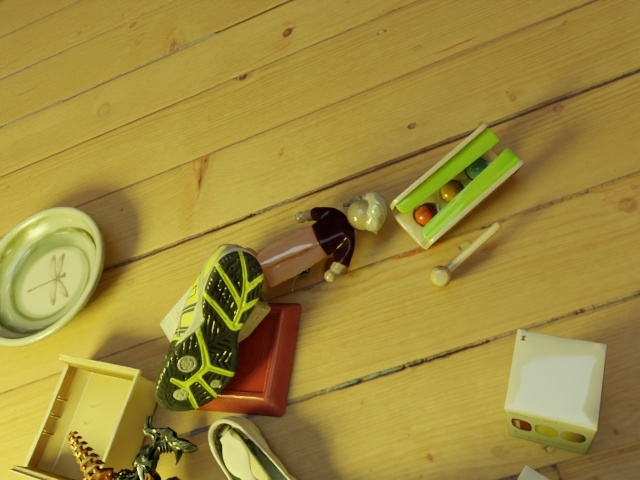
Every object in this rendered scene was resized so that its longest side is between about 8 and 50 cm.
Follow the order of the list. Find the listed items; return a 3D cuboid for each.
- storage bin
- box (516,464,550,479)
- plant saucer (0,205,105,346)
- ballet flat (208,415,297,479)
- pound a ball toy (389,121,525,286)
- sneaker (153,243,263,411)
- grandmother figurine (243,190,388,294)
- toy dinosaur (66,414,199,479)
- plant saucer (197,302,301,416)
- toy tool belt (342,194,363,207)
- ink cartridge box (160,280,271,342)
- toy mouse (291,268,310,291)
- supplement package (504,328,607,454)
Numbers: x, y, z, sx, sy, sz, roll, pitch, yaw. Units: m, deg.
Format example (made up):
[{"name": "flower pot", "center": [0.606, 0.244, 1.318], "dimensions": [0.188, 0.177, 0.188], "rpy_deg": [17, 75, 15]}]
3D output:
[{"name": "storage bin", "center": [-0.524, 0.411, 1.319], "dimensions": [0.260, 0.123, 0.262], "rpy_deg": [5, 66, 22]}, {"name": "box", "center": [0.371, 0.525, 0.886], "dimensions": [0.262, 0.127, 0.231], "rpy_deg": [29, 60, 27]}, {"name": "plant saucer", "center": [-0.730, 0.103, 1.574], "dimensions": [0.400, 0.100, 0.400], "rpy_deg": [-9, 60, 16]}, {"name": "ballet flat", "center": [-0.094, 0.490, 1.112], "dimensions": [0.139, 0.139, 0.400], "rpy_deg": [-44, 58, -6]}, {"name": "pound a ball toy", "center": [0.302, -0.069, 1.284], "dimensions": [0.319, 0.136, 0.208], "rpy_deg": [-41, 82, -4]}, {"name": "sneaker", "center": [-0.233, 0.185, 1.243], "dimensions": [0.385, 0.145, 0.147], "rpy_deg": [-62, 23, 7]}, {"name": "grandmother figurine", "center": [0.000, 0.000, 1.321], "dimensions": [0.342, 0.104, 0.208], "rpy_deg": [-30, 65, 6]}, {"name": "toy dinosaur", "center": [-0.350, 0.475, 1.159], "dimensions": [0.218, 0.322, 0.164], "rpy_deg": [-56, 24, -20]}, {"name": "plant saucer", "center": [-0.187, 0.253, 1.324], "dimensions": [0.259, 0.048, 0.258], "rpy_deg": [-2, 63, 21]}, {"name": "toy tool belt", "center": [0.089, -0.063, 1.391], "dimensions": [0.051, 0.052, 0.083], "rpy_deg": [-29, 80, 18]}, {"name": "ink cartridge box", "center": [-0.243, 0.172, 1.343], "dimensions": [0.232, 0.066, 0.189], "rpy_deg": [-52, 56, 14]}, {"name": "toy mouse", "center": [-0.072, 0.063, 1.391], "dimensions": [0.161, 0.031, 0.143], "rpy_deg": [-21, 58, 9]}, {"name": "supplement package", "center": [0.390, 0.259, 0.986], "dimensions": [0.139, 0.244, 0.134], "rpy_deg": [8, 66, 24]}]
